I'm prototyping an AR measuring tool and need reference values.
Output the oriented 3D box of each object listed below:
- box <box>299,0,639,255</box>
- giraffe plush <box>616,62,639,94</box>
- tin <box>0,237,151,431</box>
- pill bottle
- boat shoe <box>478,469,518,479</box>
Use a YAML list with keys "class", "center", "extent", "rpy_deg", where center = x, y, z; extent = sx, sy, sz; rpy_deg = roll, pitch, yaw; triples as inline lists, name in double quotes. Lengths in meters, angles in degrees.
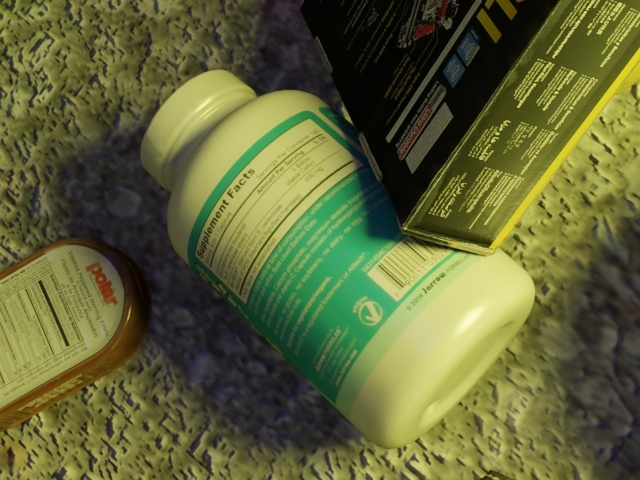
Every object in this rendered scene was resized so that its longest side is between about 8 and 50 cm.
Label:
- class: "box"
  center: [0.117, -0.194, 0.631]
  extent: [0.322, 0.079, 0.257]
  rpy_deg: [-58, 35, 30]
- class: "giraffe plush"
  center: [0.211, -0.200, 0.694]
  extent: [0.210, 0.170, 0.181]
  rpy_deg: [14, 80, 16]
- class: "tin"
  center: [-0.217, 0.071, 0.805]
  extent: [0.189, 0.040, 0.106]
  rpy_deg: [-30, 76, 5]
- class: "pill bottle"
  center: [0.000, 0.000, 0.710]
  extent: [0.264, 0.146, 0.146]
  rpy_deg: [43, 89, 20]
- class: "boat shoe"
  center: [0.228, 0.185, 0.637]
  extent: [0.285, 0.103, 0.092]
  rpy_deg: [18, 76, 13]
